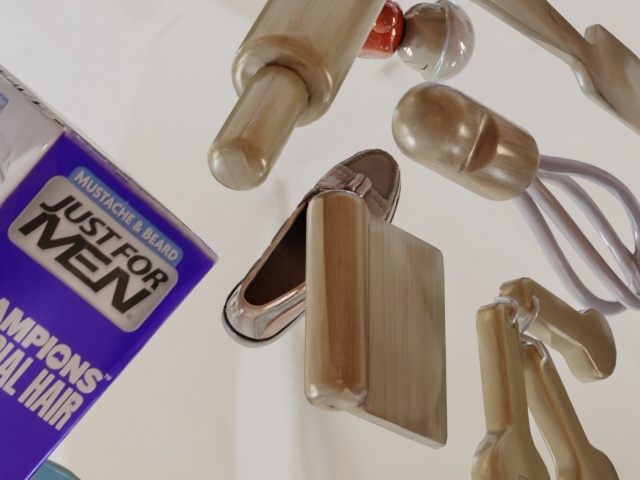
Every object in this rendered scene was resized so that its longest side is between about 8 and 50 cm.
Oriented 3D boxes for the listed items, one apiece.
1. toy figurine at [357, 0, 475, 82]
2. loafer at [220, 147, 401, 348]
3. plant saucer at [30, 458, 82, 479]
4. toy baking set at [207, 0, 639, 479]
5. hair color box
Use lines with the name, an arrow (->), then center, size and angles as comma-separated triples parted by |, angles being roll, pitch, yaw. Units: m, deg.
toy figurine -> 0.054, -0.239, 1.371 | 0.148, 0.213, 0.209 | 9, -142, -17
loafer -> 0.000, 0.000, 0.960 | 0.045, 0.039, 0.125 | 37, -112, 9
plant saucer -> -0.205, 0.246, 0.939 | 0.044, 0.317, 0.318 | 44, -126, -36
toy baking set -> 0.046, -0.017, 0.606 | 0.197, 0.030, 0.256 | 54, -145, -28
hair color box -> -0.217, 0.081, 0.917 | 0.110, 0.185, 0.339 | 40, -91, -29
